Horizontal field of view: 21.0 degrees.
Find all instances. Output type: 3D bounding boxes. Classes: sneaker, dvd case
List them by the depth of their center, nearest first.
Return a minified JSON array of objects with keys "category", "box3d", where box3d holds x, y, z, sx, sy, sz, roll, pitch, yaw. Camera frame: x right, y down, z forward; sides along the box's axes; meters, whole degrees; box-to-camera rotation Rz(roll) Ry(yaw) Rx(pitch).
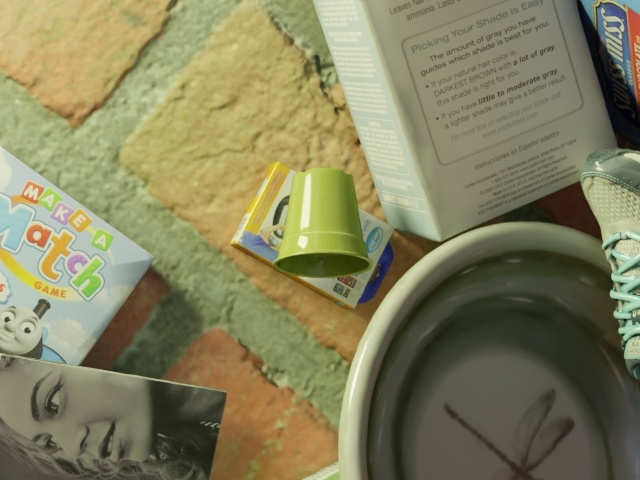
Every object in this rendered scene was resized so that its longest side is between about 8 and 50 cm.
[{"category":"dvd case","box3d":[-0.192,0.185,1.401,0.221,0.018,0.164,12,89,-26]},{"category":"sneaker","box3d":[0.296,0.050,1.441,0.122,0.110,0.283,-45,109,-24]}]

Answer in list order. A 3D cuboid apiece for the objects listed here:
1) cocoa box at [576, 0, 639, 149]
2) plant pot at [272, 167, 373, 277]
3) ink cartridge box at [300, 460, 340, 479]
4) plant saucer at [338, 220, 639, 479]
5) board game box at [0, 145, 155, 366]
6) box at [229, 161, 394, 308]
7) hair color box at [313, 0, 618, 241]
[{"category":"cocoa box","box3d":[0.418,-0.222,1.478,0.347,0.231,0.228,-41,55,-14]},{"category":"plant pot","box3d":[0.002,-0.016,1.442,0.083,0.083,0.079,4,73,-16]},{"category":"ink cartridge box","box3d":[0.021,0.317,1.467,0.171,0.056,0.235,-26,93,-17]},{"category":"plant saucer","box3d":[0.167,0.187,1.464,0.400,0.100,0.400,6,79,-32]},{"category":"board game box","box3d":[-0.260,0.054,1.404,0.160,0.039,0.211,36,78,-12]},{"category":"box","box3d":[0.000,0.000,1.489,0.136,0.028,0.081,29,80,-11]},{"category":"hair color box","box3d":[0.100,-0.208,1.455,0.185,0.113,0.374,-23,104,-17]}]
